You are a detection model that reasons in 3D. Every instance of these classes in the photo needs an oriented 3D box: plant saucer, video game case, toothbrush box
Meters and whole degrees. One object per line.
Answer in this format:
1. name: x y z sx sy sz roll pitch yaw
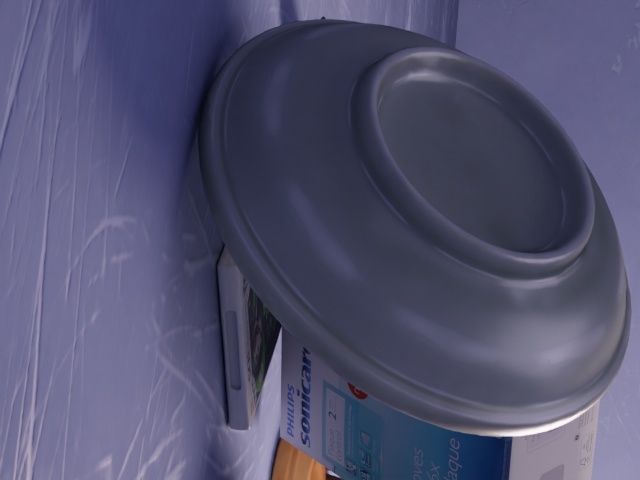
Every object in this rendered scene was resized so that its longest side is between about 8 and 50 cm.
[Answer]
1. plant saucer: 0.102 -0.042 1.250 0.100 0.401 0.400 -49 -160 42
2. video game case: -0.058 0.044 1.424 0.190 0.022 0.173 -74 165 -57
3. toothbrush box: 0.101 0.130 1.442 0.126 0.295 0.216 -19 124 -35
4. plant saucer: -0.024 0.296 1.698 0.200 0.037 0.199 2 90 -82

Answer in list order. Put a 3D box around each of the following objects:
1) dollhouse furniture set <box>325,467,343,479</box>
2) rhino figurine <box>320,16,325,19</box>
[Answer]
1. dollhouse furniture set: 0.044 0.266 1.915 0.201 0.152 0.374 -77 -176 -52
2. rhino figurine: 0.007 -0.125 1.633 0.106 0.073 0.243 -71 161 -48
